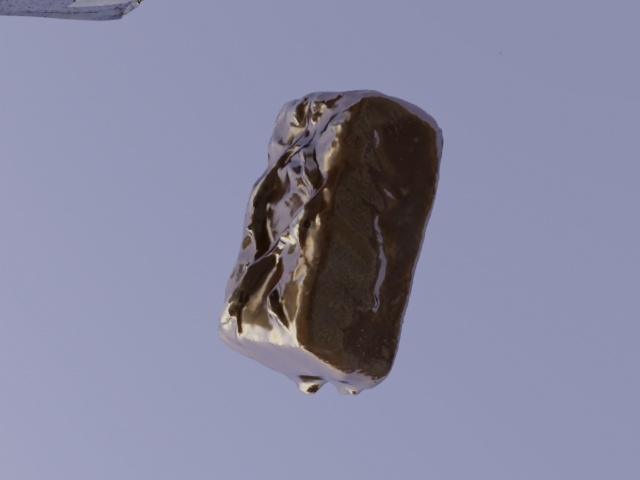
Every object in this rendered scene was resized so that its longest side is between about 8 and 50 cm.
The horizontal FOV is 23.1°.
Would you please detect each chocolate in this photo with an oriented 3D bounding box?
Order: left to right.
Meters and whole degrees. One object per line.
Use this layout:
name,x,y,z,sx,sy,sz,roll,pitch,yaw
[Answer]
chocolate,0.000,0.000,1.137,0.093,0.148,0.214,21,-101,-29

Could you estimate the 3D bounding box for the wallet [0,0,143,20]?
wallet,-0.241,-0.209,1.105,0.262,0.221,0.071,7,-97,-19
